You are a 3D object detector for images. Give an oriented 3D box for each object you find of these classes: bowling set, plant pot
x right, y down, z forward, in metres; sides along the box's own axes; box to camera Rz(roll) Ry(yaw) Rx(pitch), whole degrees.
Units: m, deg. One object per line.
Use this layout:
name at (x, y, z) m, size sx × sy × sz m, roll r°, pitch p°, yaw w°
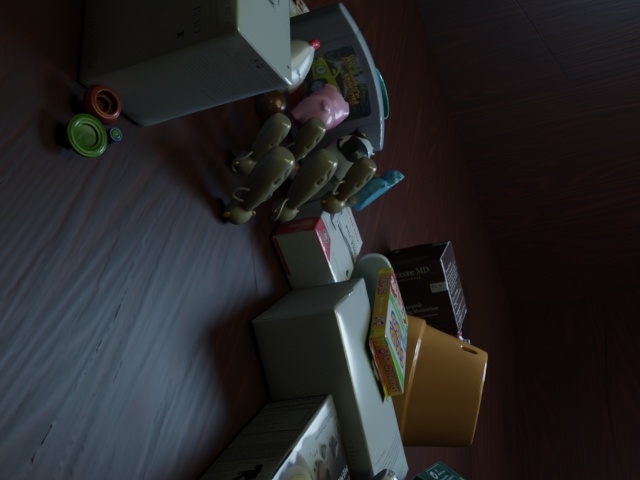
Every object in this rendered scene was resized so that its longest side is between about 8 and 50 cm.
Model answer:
bowling set at (-0.063, -0.137, 1.268) m, size 0.287 × 0.154 × 0.200 m, roll 2°, pitch 48°, yaw -49°
plant pot at (0.237, 0.315, 1.601) m, size 0.291 × 0.203 × 0.291 m, roll 11°, pitch 90°, yaw -77°

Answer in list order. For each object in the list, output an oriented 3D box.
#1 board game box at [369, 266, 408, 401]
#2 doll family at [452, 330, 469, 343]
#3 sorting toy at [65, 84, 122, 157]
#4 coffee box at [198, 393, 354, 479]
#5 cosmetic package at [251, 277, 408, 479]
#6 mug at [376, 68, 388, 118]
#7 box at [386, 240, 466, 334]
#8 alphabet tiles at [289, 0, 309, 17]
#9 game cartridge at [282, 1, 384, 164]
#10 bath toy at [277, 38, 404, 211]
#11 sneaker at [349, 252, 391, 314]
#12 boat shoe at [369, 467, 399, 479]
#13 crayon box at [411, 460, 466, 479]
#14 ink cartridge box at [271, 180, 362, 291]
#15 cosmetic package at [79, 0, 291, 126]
board game box at (0.124, 0.163, 1.350) m, size 0.259 × 0.039 × 0.124 m, roll -69°, pitch 144°, yaw -61°
doll family at (0.293, 0.350, 1.908) m, size 0.163 × 0.263 × 0.118 m, roll 62°, pitch -21°, yaw -8°
sorting toy at (-0.267, -0.133, 0.879) m, size 0.061 × 0.042 × 0.102 m, roll 43°, pitch 50°, yaw -33°
coffee box at (-0.059, 0.355, 1.051) m, size 0.297 × 0.118 × 0.168 m, roll -36°, pitch 112°, yaw -68°
cosmetic package at (0.026, 0.268, 1.269) m, size 0.197 × 0.155 × 0.366 m, roll -30°, pitch 107°, yaw -69°
mug at (0.103, -0.365, 1.870) m, size 0.129 × 0.097 × 0.158 m, roll 47°, pitch 37°, yaw -54°
box at (0.269, 0.129, 1.952) m, size 0.167 × 0.168 × 0.203 m, roll -44°, pitch 120°, yaw -65°
alphabet tiles at (-0.028, -0.423, 1.682) m, size 0.198 × 0.009 × 0.237 m, roll 39°, pitch 45°, yaw -60°
game cartridge at (0.015, -0.298, 1.468) m, size 0.060 × 0.196 × 0.294 m, roll -70°, pitch 144°, yaw -66°
bath toy at (0.015, -0.226, 1.400) m, size 0.348 × 0.129 × 0.151 m, roll 55°, pitch -6°, yaw -8°
sneaker at (0.106, 0.134, 1.577) m, size 0.169 × 0.108 × 0.293 m, roll -63°, pitch 159°, yaw -63°
boat shoe at (0.048, 0.450, 1.146) m, size 0.076 × 0.228 × 0.080 m, roll 45°, pitch -1°, yaw 3°
crayon box at (0.134, 0.554, 1.328) m, size 0.323 × 0.083 × 0.203 m, roll -58°, pitch 159°, yaw 3°
ink cartridge box at (0.000, 0.000, 1.427) m, size 0.218 × 0.092 × 0.159 m, roll -68°, pitch 142°, yaw -59°
cosmetic package at (-0.167, -0.291, 0.945) m, size 0.138 × 0.224 × 0.224 m, roll 35°, pitch 48°, yaw -58°
